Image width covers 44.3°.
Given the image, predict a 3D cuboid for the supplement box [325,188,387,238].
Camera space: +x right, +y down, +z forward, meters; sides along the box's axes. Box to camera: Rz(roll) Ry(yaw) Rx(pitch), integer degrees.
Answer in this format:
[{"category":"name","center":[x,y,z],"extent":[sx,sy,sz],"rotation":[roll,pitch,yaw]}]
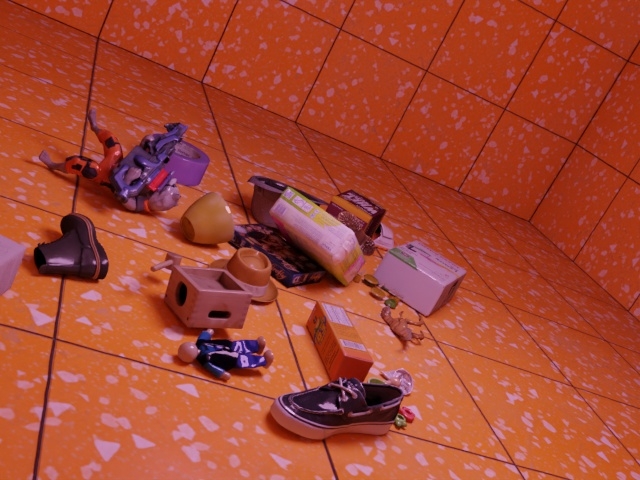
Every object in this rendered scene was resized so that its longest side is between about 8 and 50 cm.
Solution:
[{"category":"supplement box","center":[0.079,-0.034,2.336],"extent":[0.129,0.191,0.194],"rotation":[32,19,11]}]

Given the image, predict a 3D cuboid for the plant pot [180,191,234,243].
[{"category":"plant pot","center":[-0.293,-0.043,1.966],"extent":[0.095,0.134,0.134],"rotation":[-24,49,-35]}]

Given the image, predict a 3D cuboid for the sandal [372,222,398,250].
[{"category":"sandal","center":[0.179,-0.028,2.656],"extent":[0.265,0.076,0.102],"rotation":[12,24,-40]}]

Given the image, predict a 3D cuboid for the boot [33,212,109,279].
[{"category":"boot","center":[-0.521,0.003,1.572],"extent":[0.137,0.076,0.198],"rotation":[4,28,-41]}]

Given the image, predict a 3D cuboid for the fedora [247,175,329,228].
[{"category":"fedora","center":[-0.111,-0.097,2.342],"extent":[0.275,0.124,0.244],"rotation":[27,11,39]}]

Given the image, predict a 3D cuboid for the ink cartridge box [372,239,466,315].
[{"category":"ink cartridge box","center":[0.307,0.108,2.395],"extent":[0.201,0.117,0.278],"rotation":[33,18,17]}]

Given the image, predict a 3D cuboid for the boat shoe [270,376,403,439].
[{"category":"boat shoe","center":[0.042,0.306,1.484],"extent":[0.301,0.102,0.108],"rotation":[13,23,-38]}]

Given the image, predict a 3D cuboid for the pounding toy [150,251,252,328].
[{"category":"pounding toy","center":[-0.275,0.104,1.623],"extent":[0.181,0.094,0.206],"rotation":[7,17,-37]}]

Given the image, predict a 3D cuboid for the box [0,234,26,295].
[{"category":"box","center":[-0.597,0.044,1.305],"extent":[0.130,0.091,0.170],"rotation":[27,17,-2]}]

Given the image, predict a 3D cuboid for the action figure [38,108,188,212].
[{"category":"action figure","center":[-0.486,-0.193,2.008],"extent":[0.330,0.178,0.341],"rotation":[34,43,5]}]

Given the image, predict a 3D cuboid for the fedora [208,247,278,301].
[{"category":"fedora","center":[-0.170,0.071,1.870],"extent":[0.194,0.079,0.194],"rotation":[25,17,-8]}]

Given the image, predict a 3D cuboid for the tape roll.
[{"category":"tape roll","center":[-0.434,-0.243,2.362],"extent":[0.189,0.080,0.189],"rotation":[24,19,-9]}]

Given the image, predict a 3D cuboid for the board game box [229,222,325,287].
[{"category":"board game box","center":[-0.124,0.036,2.095],"extent":[0.243,0.042,0.165],"rotation":[35,19,24]}]

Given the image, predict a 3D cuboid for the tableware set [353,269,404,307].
[{"category":"tableware set","center":[0.162,0.142,2.252],"extent":[0.154,0.024,0.104],"rotation":[34,22,15]}]

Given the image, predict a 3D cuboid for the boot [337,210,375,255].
[{"category":"boot","center":[0.080,-0.022,2.167],"extent":[0.085,0.059,0.158],"rotation":[21,-28,54]}]

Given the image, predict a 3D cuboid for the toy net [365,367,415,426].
[{"category":"toy net","center":[0.169,0.325,1.710],"extent":[0.122,0.045,0.232],"rotation":[31,18,13]}]

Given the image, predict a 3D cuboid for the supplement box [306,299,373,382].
[{"category":"supplement box","center":[0.039,0.226,1.746],"extent":[0.080,0.078,0.233],"rotation":[17,20,-22]}]

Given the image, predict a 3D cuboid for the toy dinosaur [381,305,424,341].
[{"category":"toy dinosaur","center":[0.218,0.235,2.038],"extent":[0.112,0.064,0.211],"rotation":[1,16,-18]}]

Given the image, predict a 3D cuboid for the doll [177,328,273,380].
[{"category":"doll","center":[-0.188,0.213,1.501],"extent":[0.189,0.046,0.129],"rotation":[4,38,-38]}]

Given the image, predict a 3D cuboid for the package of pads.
[{"category":"package of pads","center":[0.000,0.000,2.100],"extent":[0.229,0.101,0.296],"rotation":[35,-9,19]}]
